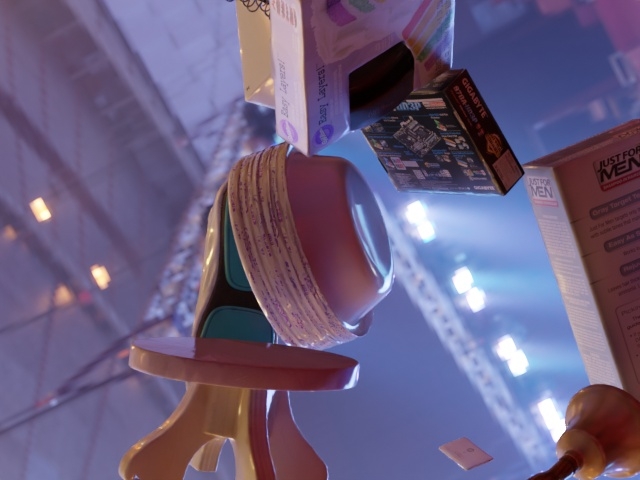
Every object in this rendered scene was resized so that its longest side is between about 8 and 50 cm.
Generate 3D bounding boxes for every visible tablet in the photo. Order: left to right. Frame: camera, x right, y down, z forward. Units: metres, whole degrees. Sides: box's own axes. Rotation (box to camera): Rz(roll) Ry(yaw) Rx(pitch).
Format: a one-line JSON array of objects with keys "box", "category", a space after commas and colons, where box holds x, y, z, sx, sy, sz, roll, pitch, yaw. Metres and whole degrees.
[{"box": [0.235, 0.343, 2.465, 0.083, 0.054, 0.006, 34, 135, 54], "category": "tablet"}]

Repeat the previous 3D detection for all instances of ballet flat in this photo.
[{"box": [-0.137, 0.101, 2.339, 0.139, 0.139, 0.400, 37, -124, -64], "category": "ballet flat"}]

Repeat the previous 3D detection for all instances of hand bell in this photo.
[{"box": [0.287, 0.272, 1.815, 0.242, 0.126, 0.126, -25, -91, -47], "category": "hand bell"}]

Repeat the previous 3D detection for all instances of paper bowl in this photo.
[{"box": [0.000, 0.000, 2.051, 0.284, 0.148, 0.284, -18, -90, -74], "category": "paper bowl"}]

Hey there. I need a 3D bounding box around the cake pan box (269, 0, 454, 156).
[{"box": [0.052, -0.252, 1.804, 0.070, 0.246, 0.267, 43, 151, 32], "category": "cake pan box"}]

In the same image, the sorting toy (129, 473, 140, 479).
[{"box": [-0.212, 0.297, 1.634, 0.083, 0.012, 0.062, -55, -36, -25], "category": "sorting toy"}]

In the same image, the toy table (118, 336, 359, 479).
[{"box": [-0.095, 0.206, 1.766, 0.252, 0.274, 0.161, -156, 74, -75], "category": "toy table"}]

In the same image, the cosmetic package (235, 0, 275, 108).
[{"box": [-0.012, -0.336, 2.629, 0.225, 0.138, 0.224, 12, -126, -30], "category": "cosmetic package"}]

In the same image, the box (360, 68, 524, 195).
[{"box": [0.145, -0.142, 2.026, 0.220, 0.051, 0.175, 5, 134, 53], "category": "box"}]

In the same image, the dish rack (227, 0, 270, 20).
[{"box": [-0.071, -0.360, 2.210, 0.208, 0.074, 0.271, 19, -162, -28], "category": "dish rack"}]

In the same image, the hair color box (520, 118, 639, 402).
[{"box": [0.422, 0.043, 2.042, 0.113, 0.185, 0.374, -164, 53, -73], "category": "hair color box"}]
